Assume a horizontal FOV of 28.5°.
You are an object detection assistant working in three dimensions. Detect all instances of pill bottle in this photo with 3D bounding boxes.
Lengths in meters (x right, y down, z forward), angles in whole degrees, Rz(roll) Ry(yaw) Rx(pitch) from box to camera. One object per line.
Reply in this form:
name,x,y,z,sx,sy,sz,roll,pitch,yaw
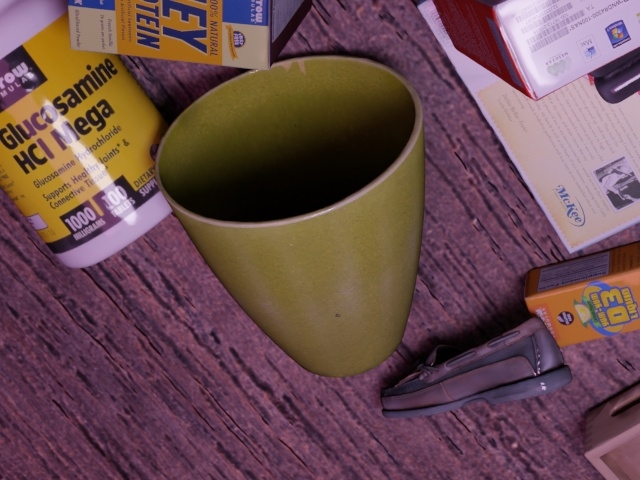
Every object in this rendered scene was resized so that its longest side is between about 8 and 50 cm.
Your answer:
pill bottle,-0.296,-0.150,1.357,0.188,0.188,0.334,-28,108,24

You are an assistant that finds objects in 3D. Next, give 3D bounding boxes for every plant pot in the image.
plant pot,0.000,0.000,1.350,0.275,0.274,0.293,-5,131,15

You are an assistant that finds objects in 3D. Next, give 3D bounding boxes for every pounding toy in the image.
pounding toy,0.440,0.247,1.451,0.181,0.094,0.206,-37,105,27

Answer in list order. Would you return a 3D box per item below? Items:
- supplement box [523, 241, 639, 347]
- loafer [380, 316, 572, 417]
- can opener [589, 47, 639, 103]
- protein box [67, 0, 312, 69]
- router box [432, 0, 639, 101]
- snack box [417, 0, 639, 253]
supplement box,0.345,0.051,1.381,0.234,0.080,0.078,-16,111,23
loafer,0.169,0.146,1.449,0.268,0.096,0.084,-18,88,45
can opener,0.373,-0.241,1.196,0.283,0.095,0.076,-32,124,16
protein box,-0.121,-0.272,1.246,0.200,0.201,0.135,7,118,9
router box,0.273,-0.253,1.056,0.336,0.301,0.082,-28,107,3
snack box,0.262,-0.160,1.298,0.187,0.060,0.322,-27,108,22
